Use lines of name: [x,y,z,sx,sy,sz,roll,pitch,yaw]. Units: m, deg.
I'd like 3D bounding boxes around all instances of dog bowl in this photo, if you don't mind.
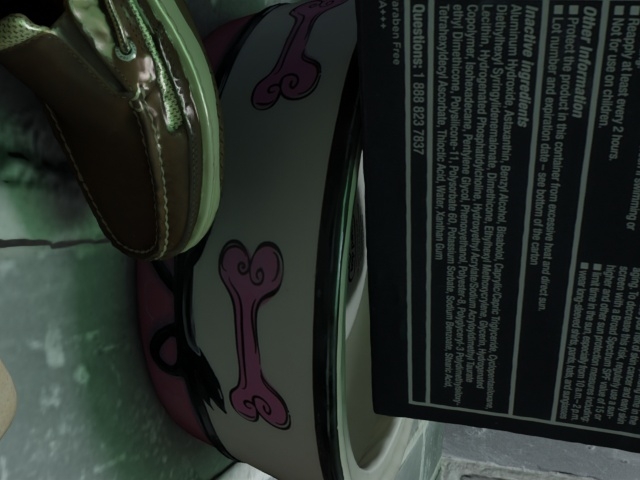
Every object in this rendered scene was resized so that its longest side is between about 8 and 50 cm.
dog bowl: [0.000,0.000,0.616,0.408,0.150,0.408,7,90,-74]

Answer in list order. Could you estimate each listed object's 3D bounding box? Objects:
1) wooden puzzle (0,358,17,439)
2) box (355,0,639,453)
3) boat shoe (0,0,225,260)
wooden puzzle: [-0.200,0.050,0.095,0.322,0.080,0.348,-67,161,-45]
box: [0.188,-0.036,0.458,0.183,0.293,0.297,-61,152,-53]
boat shoe: [-0.114,-0.096,0.328,0.095,0.095,0.258,-42,131,-46]
